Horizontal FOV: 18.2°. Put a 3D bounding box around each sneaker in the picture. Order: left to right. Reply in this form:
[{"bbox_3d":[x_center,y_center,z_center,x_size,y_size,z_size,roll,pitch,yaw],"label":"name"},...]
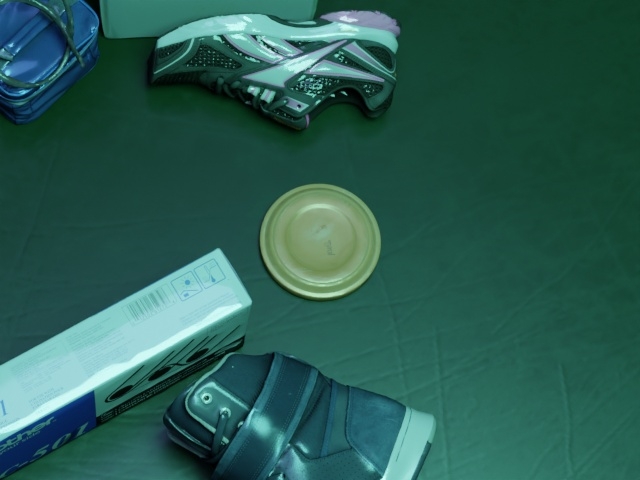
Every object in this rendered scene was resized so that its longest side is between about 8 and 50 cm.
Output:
[{"bbox_3d":[-0.039,0.175,1.248,0.163,0.086,0.226,27,60,-7],"label":"sneaker"},{"bbox_3d":[-0.030,-0.113,1.370,0.178,0.072,0.077,-4,82,-1],"label":"sneaker"}]

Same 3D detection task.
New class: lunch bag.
[{"bbox_3d":[-0.201,-0.131,1.361,0.067,0.065,0.098,41,72,9],"label":"lunch bag"}]

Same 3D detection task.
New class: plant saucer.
[{"bbox_3d":[0.000,0.000,1.360,0.083,0.013,0.083,1,71,-4],"label":"plant saucer"}]

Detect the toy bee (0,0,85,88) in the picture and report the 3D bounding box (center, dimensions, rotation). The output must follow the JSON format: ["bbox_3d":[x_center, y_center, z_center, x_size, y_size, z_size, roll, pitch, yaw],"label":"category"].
[{"bbox_3d":[-0.147,-0.262,1.254,0.195,0.162,0.298,-19,97,-19],"label":"toy bee"}]

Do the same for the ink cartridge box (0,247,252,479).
[{"bbox_3d":[-0.144,0.085,1.273,0.207,0.097,0.046,-28,75,-14],"label":"ink cartridge box"}]

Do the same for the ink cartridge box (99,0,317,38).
[{"bbox_3d":[-0.085,-0.255,1.403,0.153,0.087,0.208,-3,72,-5],"label":"ink cartridge box"}]
